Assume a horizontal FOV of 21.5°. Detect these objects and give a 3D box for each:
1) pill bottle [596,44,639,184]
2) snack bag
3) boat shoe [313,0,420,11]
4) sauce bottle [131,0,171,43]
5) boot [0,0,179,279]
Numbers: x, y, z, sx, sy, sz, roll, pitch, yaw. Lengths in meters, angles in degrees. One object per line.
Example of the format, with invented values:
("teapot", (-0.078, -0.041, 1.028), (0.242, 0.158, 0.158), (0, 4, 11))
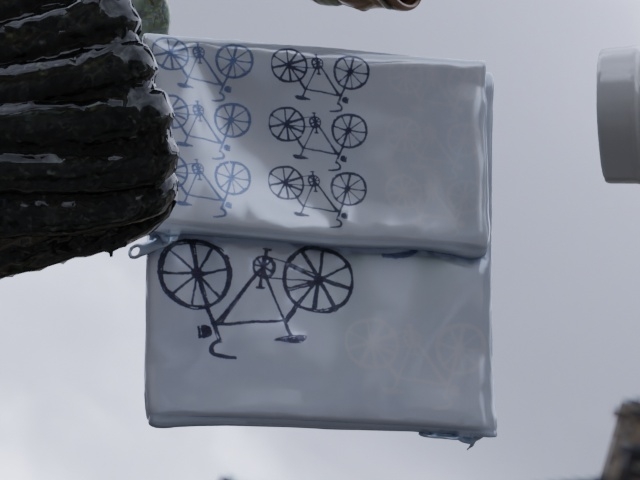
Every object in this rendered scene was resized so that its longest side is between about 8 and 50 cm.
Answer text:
("pill bottle", (0.422, -0.123, 1.561), (0.318, 0.176, 0.176), (-2, -39, 15))
("snack bag", (0.000, 0.000, 1.430), (0.323, 0.342, 0.037), (4, -11, -16))
("boat shoe", (0.033, -0.303, 1.420), (0.116, 0.123, 0.324), (22, -18, 20))
("sauce bottle", (-0.306, -0.226, 1.767), (0.344, 0.111, 0.111), (4, -36, 42))
("boot", (-0.233, -0.100, 0.601), (0.348, 0.260, 0.131), (58, -22, 14))
